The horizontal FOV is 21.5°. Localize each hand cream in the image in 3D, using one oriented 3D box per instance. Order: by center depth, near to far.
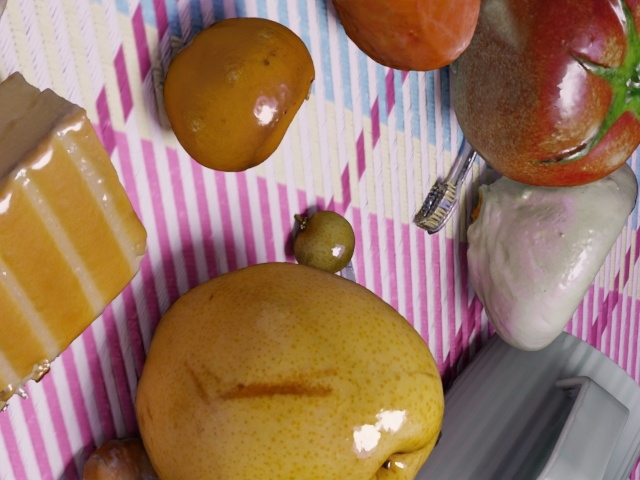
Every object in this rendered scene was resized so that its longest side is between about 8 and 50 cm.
[{"bbox_3d":[0.035,0.051,1.988,0.030,0.019,0.093,5,70,-53],"label":"hand cream"}]

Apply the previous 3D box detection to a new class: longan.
[{"bbox_3d":[0.000,0.000,1.910,0.083,0.075,0.075,39,77,-16],"label":"longan"}]

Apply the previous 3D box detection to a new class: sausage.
[{"bbox_3d":[0.079,-0.287,1.726,0.153,0.141,0.268,-46,142,-25],"label":"sausage"}]

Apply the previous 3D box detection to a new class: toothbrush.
[{"bbox_3d":[0.225,-0.194,2.111,0.042,0.035,0.413,25,92,-56],"label":"toothbrush"}]

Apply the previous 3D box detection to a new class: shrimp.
[{"bbox_3d":[-0.193,0.274,1.807,0.187,0.051,0.132,-4,85,-57],"label":"shrimp"}]

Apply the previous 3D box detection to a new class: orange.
[{"bbox_3d":[-0.081,-0.145,1.627,0.156,0.134,0.156,-48,-171,10],"label":"orange"}]

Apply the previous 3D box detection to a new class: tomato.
[{"bbox_3d":[0.279,-0.221,1.966,0.303,0.239,0.303,-26,129,-37],"label":"tomato"}]

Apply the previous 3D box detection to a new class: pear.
[{"bbox_3d":[-0.034,0.172,1.748,0.314,0.314,0.314,-35,139,-37],"label":"pear"}]

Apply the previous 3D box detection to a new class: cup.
[{"bbox_3d":[0.277,0.340,2.271,0.392,0.401,0.310,-53,123,-24],"label":"cup"}]

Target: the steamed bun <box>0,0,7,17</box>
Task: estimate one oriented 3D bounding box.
[{"bbox_3d":[-0.313,-0.232,1.121,0.310,0.219,0.324,-3,116,-55],"label":"steamed bun"}]

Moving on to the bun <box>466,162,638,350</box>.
[{"bbox_3d":[0.280,-0.006,2.203,0.293,0.187,0.293,-59,172,-13],"label":"bun"}]

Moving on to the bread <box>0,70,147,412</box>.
[{"bbox_3d":[-0.278,0.019,1.467,0.239,0.111,0.246,-48,148,-18],"label":"bread"}]
